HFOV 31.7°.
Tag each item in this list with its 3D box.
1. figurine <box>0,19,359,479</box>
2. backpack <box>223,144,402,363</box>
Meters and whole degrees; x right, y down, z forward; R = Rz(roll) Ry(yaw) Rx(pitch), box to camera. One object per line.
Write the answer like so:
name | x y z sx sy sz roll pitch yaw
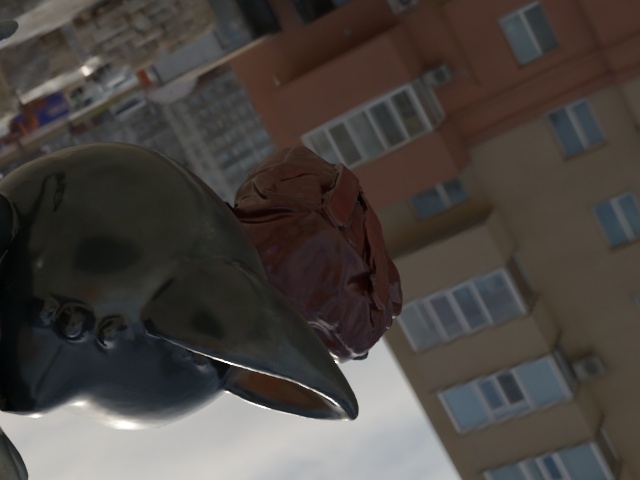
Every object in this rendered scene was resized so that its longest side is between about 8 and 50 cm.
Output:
figurine | -0.130 -0.011 0.454 0.140 0.265 0.193 -44 -149 -5
backpack | -0.002 0.001 1.111 0.139 0.229 0.229 -38 -173 20
